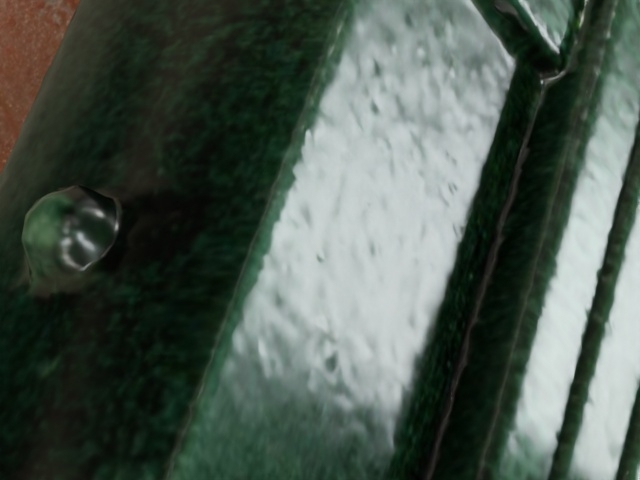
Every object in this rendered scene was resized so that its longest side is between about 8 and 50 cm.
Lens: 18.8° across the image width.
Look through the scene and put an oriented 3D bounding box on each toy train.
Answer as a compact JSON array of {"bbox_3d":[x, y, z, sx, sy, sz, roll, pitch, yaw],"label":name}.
[{"bbox_3d":[0.000,0.000,0.461,0.178,0.138,0.330,50,48,-41],"label":"toy train"}]

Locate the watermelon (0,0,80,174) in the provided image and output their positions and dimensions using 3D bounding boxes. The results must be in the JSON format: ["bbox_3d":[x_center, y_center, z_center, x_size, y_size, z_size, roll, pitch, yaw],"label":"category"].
[{"bbox_3d":[-0.146,-0.064,0.874,0.283,0.250,0.292,-48,-167,-17],"label":"watermelon"}]
